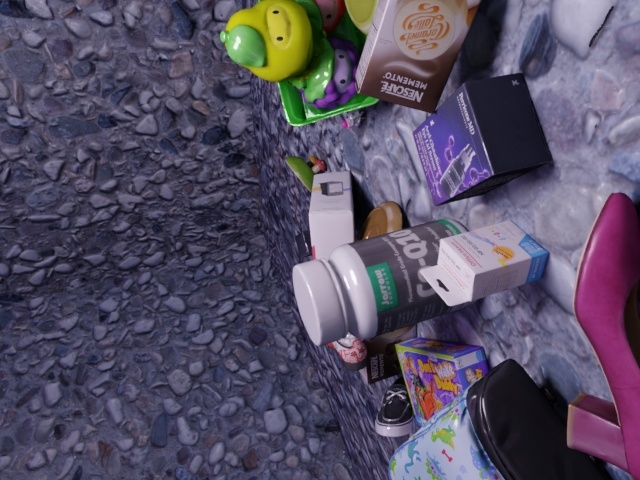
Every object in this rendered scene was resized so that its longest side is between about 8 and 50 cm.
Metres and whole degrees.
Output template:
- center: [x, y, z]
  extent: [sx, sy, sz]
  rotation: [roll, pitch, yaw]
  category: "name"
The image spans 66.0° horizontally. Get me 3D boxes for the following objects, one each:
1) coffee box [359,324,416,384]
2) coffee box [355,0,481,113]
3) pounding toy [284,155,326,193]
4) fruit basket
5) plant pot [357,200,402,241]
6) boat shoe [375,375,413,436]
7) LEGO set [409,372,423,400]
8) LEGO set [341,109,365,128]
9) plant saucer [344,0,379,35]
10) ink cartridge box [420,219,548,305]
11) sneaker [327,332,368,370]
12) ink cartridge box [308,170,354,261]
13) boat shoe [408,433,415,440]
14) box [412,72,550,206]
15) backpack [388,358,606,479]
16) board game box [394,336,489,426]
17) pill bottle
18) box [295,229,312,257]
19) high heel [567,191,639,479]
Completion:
- center: [0.180, 0.253, 1.431]
  extent: [0.119, 0.168, 0.297]
  rotation: [-128, 28, -57]
  category: "coffee box"
- center: [0.159, -0.348, 0.788]
  extent: [0.098, 0.141, 0.247]
  rotation: [-92, 16, -56]
  category: "coffee box"
- center: [-0.027, -0.261, 1.887]
  extent: [0.183, 0.110, 0.237]
  rotation: [54, -174, 29]
  category: "pounding toy"
- center: [-0.032, -0.458, 1.111]
  extent: [0.392, 0.282, 0.392]
  rotation: [-11, -90, -68]
  category: "fruit basket"
- center: [0.150, 0.002, 1.346]
  extent: [0.236, 0.032, 0.236]
  rotation: [-164, 90, -73]
  category: "plant pot"
- center: [0.226, 0.472, 1.431]
  extent: [0.301, 0.108, 0.102]
  rotation: [-7, -87, -68]
  category: "boat shoe"
- center: [0.251, 0.373, 1.270]
  extent: [0.054, 0.023, 0.083]
  rotation: [-120, 8, -53]
  category: "LEGO set"
- center: [0.036, -0.458, 1.388]
  extent: [0.132, 0.107, 0.287]
  rotation: [110, 143, -65]
  category: "LEGO set"
- center: [0.087, -0.510, 0.940]
  extent: [0.241, 0.037, 0.241]
  rotation: [167, 90, -75]
  category: "plant saucer"
- center: [0.273, 0.036, 0.836]
  extent: [0.104, 0.181, 0.062]
  rotation: [-123, 23, -49]
  category: "ink cartridge box"
- center: [0.050, 0.240, 1.397]
  extent: [0.270, 0.090, 0.145]
  rotation: [-142, 40, -62]
  category: "sneaker"
- center: [0.042, -0.053, 1.520]
  extent: [0.306, 0.131, 0.226]
  rotation: [-88, -7, -62]
  category: "ink cartridge box"
- center: [0.349, 0.553, 1.189]
  extent: [0.121, 0.119, 0.335]
  rotation: [58, 163, -24]
  category: "boat shoe"
- center: [0.261, -0.162, 0.835]
  extent: [0.207, 0.108, 0.153]
  rotation: [137, 118, -74]
  category: "box"
- center: [0.293, 0.432, 0.928]
  extent: [0.290, 0.273, 0.355]
  rotation: [59, 157, 18]
  category: "backpack"
- center: [0.313, 0.373, 1.227]
  extent: [0.347, 0.078, 0.233]
  rotation: [148, 106, -75]
  category: "board game box"
- center: [0.137, 0.089, 1.041]
  extent: [0.204, 0.361, 0.204]
  rotation: [165, 90, -75]
  category: "pill bottle"
- center: [0.000, 0.000, 1.872]
  extent: [0.156, 0.158, 0.093]
  rotation: [154, 101, -75]
  category: "box"
- center: [0.422, 0.130, 0.614]
  extent: [0.181, 0.127, 0.377]
  rotation: [9, 112, 43]
  category: "high heel"
